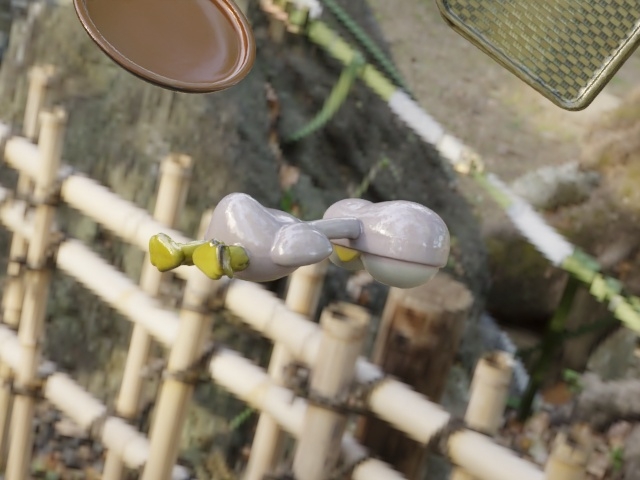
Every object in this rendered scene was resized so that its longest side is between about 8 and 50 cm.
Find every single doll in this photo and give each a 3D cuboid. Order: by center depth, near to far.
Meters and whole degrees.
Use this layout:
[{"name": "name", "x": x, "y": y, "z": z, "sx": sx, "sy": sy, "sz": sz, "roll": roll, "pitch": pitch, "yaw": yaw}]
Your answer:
[{"name": "doll", "x": 0.000, "y": -0.001, "z": 1.600, "sx": 0.365, "sy": 0.094, "sz": 0.160, "roll": 2, "pitch": 4, "yaw": -44}]

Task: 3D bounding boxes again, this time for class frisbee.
[{"name": "frisbee", "x": -0.198, "y": -0.279, "z": 1.944, "sx": 0.251, "sy": 0.021, "sz": 0.251, "roll": 18, "pitch": 45, "yaw": -19}]

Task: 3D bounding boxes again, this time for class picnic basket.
[{"name": "picnic basket", "x": 0.235, "y": -0.251, "z": 1.307, "sx": 0.165, "sy": 0.266, "sz": 0.139, "roll": 39, "pitch": 14, "yaw": 3}]
